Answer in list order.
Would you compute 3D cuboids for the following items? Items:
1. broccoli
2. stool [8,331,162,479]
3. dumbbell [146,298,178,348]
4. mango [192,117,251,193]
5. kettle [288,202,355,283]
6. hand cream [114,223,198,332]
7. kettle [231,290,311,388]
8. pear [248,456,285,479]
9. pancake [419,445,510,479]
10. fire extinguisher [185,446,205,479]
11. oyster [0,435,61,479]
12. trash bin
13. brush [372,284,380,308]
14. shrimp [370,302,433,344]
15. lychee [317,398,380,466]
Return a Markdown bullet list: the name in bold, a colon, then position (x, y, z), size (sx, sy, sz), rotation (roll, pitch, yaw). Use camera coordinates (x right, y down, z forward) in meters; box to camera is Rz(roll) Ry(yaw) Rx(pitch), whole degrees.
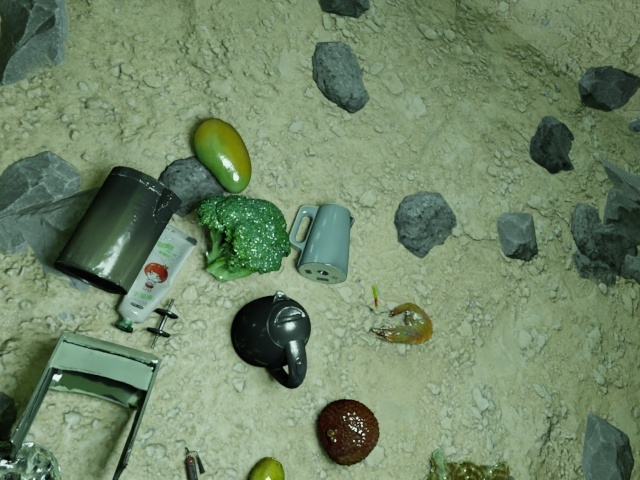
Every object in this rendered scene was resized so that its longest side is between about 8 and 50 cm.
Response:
- **broccoli**: position (-0.234, -0.010, 1.388), size (0.275, 0.308, 0.308), rotation (-41, 95, 10)
- **stool**: position (-0.550, 0.395, 1.122), size (0.243, 0.170, 0.270), rotation (21, 46, -17)
- **dumbbell**: position (-0.443, 0.232, 1.317), size (0.069, 0.069, 0.147), rotation (24, 66, -16)
- **mango**: position (-0.304, -0.272, 1.498), size (0.156, 0.114, 0.251), rotation (-35, 90, -35)
- **kettle**: position (0.000, 0.000, 1.555), size (0.210, 0.160, 0.243), rotation (6, 62, 8)
- **hand cream**: position (-0.480, 0.104, 1.349), size (0.121, 0.076, 0.336), rotation (30, 59, -14)
- **kettle**: position (-0.113, 0.281, 1.326), size (0.207, 0.290, 0.269), rotation (-10, 81, -27)
- **pear**: position (-0.151, 0.668, 1.298), size (0.107, 0.107, 0.132), rotation (20, 65, -17)
- **pancake**: position (0.497, 0.872, 1.562), size (0.426, 0.067, 0.305), rotation (19, 61, -17)
- **fire extinguisher**: position (-0.340, 0.612, 1.274), size (0.046, 0.032, 0.101), rotation (-9, 85, -15)
- **oyster**: position (-0.673, 0.602, 1.075), size (0.162, 0.158, 0.351), rotation (-42, 77, -3)
- **trash bin**: position (-0.542, -0.022, 1.269), size (0.251, 0.203, 0.302), rotation (12, 65, 23)
- **brush**: position (0.197, 0.198, 1.636), size (0.021, 0.018, 0.084), rotation (2, 72, -33)
- **shrimp**: position (0.287, 0.295, 1.628), size (0.248, 0.068, 0.150), rotation (-4, 64, -30)
- **lychee**: position (0.086, 0.562, 1.395), size (0.194, 0.194, 0.195), rotation (7, 73, -22)
